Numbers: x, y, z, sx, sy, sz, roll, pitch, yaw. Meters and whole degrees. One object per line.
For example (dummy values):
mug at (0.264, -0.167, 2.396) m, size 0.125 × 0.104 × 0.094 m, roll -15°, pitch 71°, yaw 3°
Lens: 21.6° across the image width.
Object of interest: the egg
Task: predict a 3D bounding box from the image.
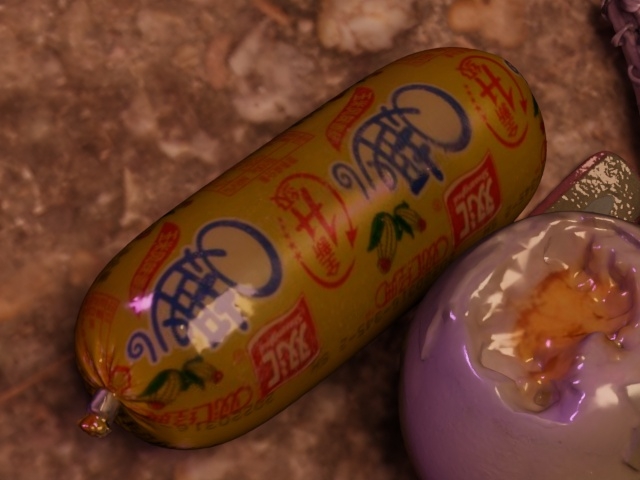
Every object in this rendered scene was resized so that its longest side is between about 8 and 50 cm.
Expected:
egg at (0.133, 0.089, 0.906) m, size 0.183 × 0.217 × 0.183 m, roll -5°, pitch 54°, yaw 7°

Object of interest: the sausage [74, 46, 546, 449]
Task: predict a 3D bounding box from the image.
sausage at (0.000, 0.000, 0.925) m, size 0.347 × 0.123 × 0.123 m, roll -37°, pitch 90°, yaw -28°

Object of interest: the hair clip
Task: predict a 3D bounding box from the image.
hair clip at (0.157, -0.003, 1.048) m, size 0.054 × 0.022 × 0.137 m, roll 49°, pitch 57°, yaw -4°

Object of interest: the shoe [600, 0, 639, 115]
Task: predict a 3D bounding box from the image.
shoe at (0.239, -0.115, 1.083) m, size 0.138 × 0.095 × 0.245 m, roll 25°, pitch 62°, yaw -10°
